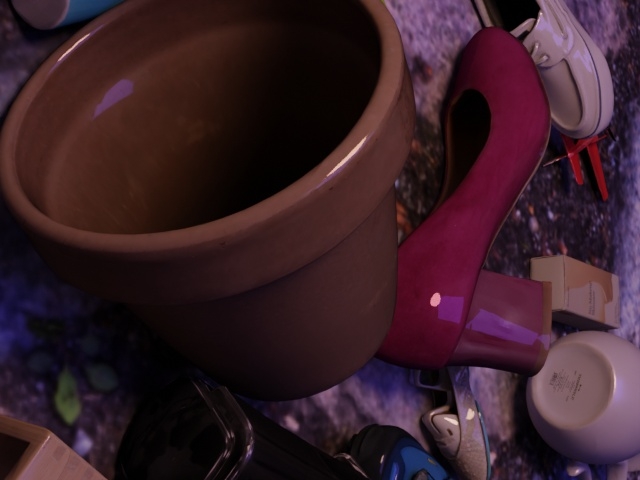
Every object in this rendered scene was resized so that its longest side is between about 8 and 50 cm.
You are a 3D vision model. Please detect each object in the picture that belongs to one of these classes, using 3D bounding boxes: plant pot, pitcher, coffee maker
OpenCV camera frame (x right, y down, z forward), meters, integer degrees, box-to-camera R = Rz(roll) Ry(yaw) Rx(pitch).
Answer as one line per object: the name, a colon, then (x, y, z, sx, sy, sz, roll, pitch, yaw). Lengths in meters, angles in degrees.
plant pot: (-0.045, -0.018, 0.911, 0.263, 0.263, 0.229, -67, 148, -35)
pitcher: (0.274, 0.186, 1.346, 0.207, 0.125, 0.177, 31, 74, -56)
coffee maker: (-0.027, 0.180, 0.925, 0.178, 0.171, 0.120, 35, 73, -39)

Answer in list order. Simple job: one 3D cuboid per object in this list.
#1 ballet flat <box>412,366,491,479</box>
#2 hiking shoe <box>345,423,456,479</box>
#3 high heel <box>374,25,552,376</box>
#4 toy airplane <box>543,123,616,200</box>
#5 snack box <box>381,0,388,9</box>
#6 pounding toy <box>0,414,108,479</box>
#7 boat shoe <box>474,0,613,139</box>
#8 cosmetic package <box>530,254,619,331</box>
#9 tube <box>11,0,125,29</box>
ballet flat: (0.108, 0.137, 1.205, 0.052, 0.057, 0.168, -7, 83, -23)
hiking shoe: (0.132, 0.258, 1.129, 0.304, 0.132, 0.113, 54, 45, -25)
high heel: (0.102, -0.059, 1.205, 0.181, 0.127, 0.377, 11, 50, -13)
toy airplane: (0.282, -0.108, 1.480, 0.151, 0.028, 0.151, 17, 68, -47)
snack box: (0.003, -0.182, 1.145, 0.141, 0.037, 0.100, -48, 120, -45)
pounding toy: (-0.184, 0.162, 0.784, 0.100, 0.141, 0.130, 50, 62, -32)
boat shoe: (0.203, -0.207, 1.367, 0.084, 0.095, 0.258, -38, 101, -44)
cosmetic package: (0.261, 0.055, 1.408, 0.115, 0.041, 0.060, 16, 70, -48)
tube: (-0.134, -0.197, 0.977, 0.207, 0.052, 0.080, -35, 111, -54)
